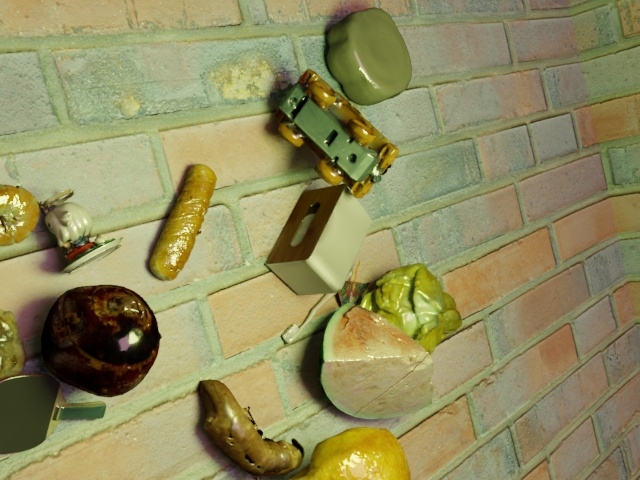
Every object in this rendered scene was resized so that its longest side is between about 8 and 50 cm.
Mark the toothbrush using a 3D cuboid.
[{"bbox_3d":[-0.003,0.163,2.046,0.307,0.025,0.029,-44,106,-39],"label":"toothbrush"}]

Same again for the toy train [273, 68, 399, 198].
[{"bbox_3d":[0.037,-0.274,1.977,0.369,0.163,0.232,46,22,19],"label":"toy train"}]

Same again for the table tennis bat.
[{"bbox_3d":[-0.519,0.320,1.479,0.274,0.021,0.154,11,97,-50],"label":"table tennis bat"}]

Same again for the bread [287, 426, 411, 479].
[{"bbox_3d":[0.085,0.635,1.848,0.361,0.250,0.394,-6,94,-59],"label":"bread"}]

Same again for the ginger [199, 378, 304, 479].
[{"bbox_3d":[-0.164,0.442,1.784,0.309,0.107,0.133,45,61,-29],"label":"ginger"}]

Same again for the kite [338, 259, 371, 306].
[{"bbox_3d":[0.086,0.131,2.129,0.190,0.010,0.159,9,89,-57],"label":"kite"}]

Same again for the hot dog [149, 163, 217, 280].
[{"bbox_3d":[-0.300,-0.046,1.759,0.088,0.061,0.286,26,64,-27],"label":"hot dog"}]

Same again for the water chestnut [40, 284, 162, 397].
[{"bbox_3d":[-0.420,0.195,1.517,0.224,0.238,0.223,13,43,-12],"label":"water chestnut"}]

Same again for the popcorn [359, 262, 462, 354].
[{"bbox_3d":[0.254,0.188,2.159,0.276,0.225,0.276,-34,136,-40],"label":"popcorn"}]

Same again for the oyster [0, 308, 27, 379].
[{"bbox_3d":[-0.615,0.209,1.376,0.233,0.107,0.161,-20,90,-47],"label":"oyster"}]

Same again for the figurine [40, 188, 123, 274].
[{"bbox_3d":[-0.477,-0.028,1.548,0.132,0.132,0.153,-32,93,-43],"label":"figurine"}]

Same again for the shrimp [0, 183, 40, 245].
[{"bbox_3d":[-0.614,-0.048,1.450,0.217,0.051,0.115,2,84,-47],"label":"shrimp"}]

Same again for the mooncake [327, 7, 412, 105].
[{"bbox_3d":[0.132,-0.509,2.215,0.275,0.135,0.275,13,72,-42],"label":"mooncake"}]

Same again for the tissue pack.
[{"bbox_3d":[0.001,0.000,1.984,0.136,0.159,0.246,47,53,-32],"label":"tissue pack"}]

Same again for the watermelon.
[{"bbox_3d":[0.125,0.301,2.053,0.319,0.292,0.222,-9,48,-12],"label":"watermelon"}]
